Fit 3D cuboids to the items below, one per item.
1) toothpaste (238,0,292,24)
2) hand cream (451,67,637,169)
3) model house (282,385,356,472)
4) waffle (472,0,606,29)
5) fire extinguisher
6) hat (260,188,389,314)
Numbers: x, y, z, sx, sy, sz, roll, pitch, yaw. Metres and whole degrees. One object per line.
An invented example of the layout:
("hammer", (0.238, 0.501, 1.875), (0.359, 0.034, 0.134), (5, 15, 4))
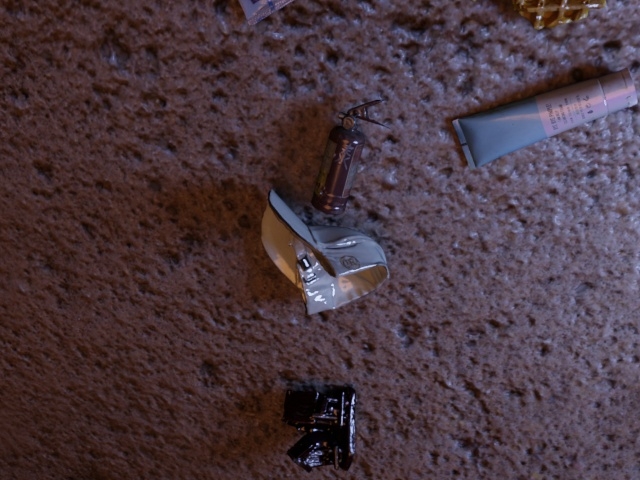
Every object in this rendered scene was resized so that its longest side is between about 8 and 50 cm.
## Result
("toothpaste", (-0.158, -0.547, 1.003), (0.114, 0.073, 0.299), (-24, 116, 19))
("hand cream", (0.416, -0.230, 1.061), (0.313, 0.070, 0.111), (-15, 113, 25))
("model house", (-0.008, 0.464, 1.387), (0.164, 0.203, 0.141), (11, 155, -25))
("waffle", (0.371, -0.451, 0.923), (0.249, 0.056, 0.253), (-27, 129, 27))
("fire extinguisher", (0.062, -0.175, 1.136), (0.106, 0.075, 0.252), (12, 116, -10))
("hat", (-0.002, 0.007, 1.200), (0.301, 0.168, 0.258), (49, 153, 10))
